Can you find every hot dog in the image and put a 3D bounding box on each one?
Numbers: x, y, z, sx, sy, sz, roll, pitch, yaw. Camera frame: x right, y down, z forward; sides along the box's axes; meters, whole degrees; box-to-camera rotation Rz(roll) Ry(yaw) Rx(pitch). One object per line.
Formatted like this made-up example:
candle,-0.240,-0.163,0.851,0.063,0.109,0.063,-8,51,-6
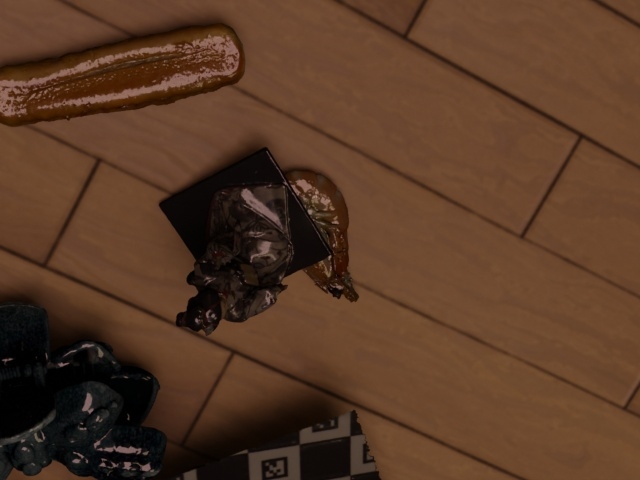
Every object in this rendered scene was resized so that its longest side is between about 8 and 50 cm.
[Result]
hot dog,-0.225,-0.183,1.429,0.286,0.061,0.088,-7,106,-5

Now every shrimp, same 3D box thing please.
shrimp,0.000,0.000,1.537,0.091,0.043,0.184,-25,109,-4

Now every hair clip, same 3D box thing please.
hair clip,-0.336,0.201,1.478,0.310,0.194,0.206,-11,138,-8

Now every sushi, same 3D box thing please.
sushi,-0.081,0.359,1.631,0.339,0.069,0.320,-21,125,-1

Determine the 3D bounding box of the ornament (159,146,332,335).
ornament,-0.097,0.034,1.433,0.153,0.196,0.166,-26,111,22
